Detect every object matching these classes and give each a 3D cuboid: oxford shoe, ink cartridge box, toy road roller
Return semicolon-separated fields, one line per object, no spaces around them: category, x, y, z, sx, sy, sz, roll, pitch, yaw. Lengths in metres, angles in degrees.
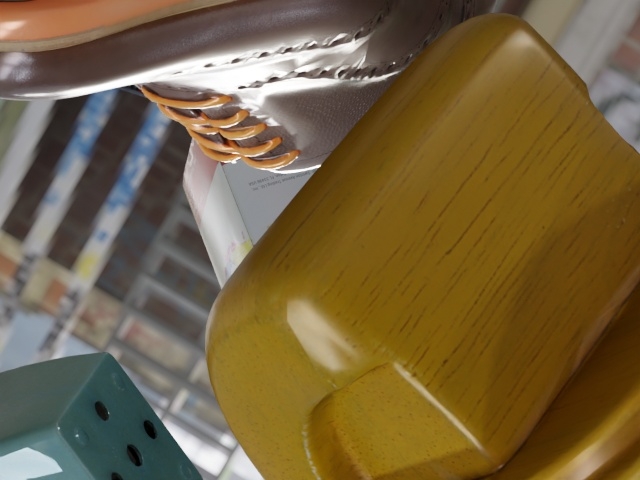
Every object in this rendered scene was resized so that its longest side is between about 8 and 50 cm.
oxford shoe;-0.025;-0.082;0.799;0.363;0.130;0.133;-19;124;-53
ink cartridge box;0.000;0.000;1.300;0.128;0.176;0.127;-16;162;-17
toy road roller;0.062;0.069;0.669;0.202;0.240;0.329;-49;-170;-29

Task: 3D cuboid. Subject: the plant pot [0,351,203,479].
plant pot;-0.199;0.180;1.166;0.234;0.166;0.165;-29;-167;21

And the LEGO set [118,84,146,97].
LEGO set;-0.102;-0.212;1.005;0.192;0.255;0.331;-34;154;18
